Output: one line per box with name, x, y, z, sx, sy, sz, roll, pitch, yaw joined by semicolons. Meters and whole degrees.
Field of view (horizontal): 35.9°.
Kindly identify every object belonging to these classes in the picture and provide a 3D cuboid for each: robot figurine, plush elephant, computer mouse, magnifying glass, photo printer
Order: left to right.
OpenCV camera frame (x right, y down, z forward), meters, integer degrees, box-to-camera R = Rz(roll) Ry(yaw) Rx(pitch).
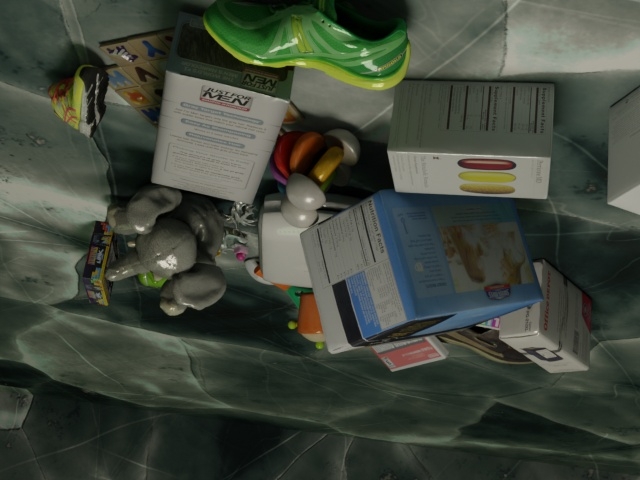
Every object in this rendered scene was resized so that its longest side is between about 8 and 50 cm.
robot figurine;-0.386;0.079;2.374;0.115;0.067;0.101;5;179;9
plush elephant;-0.302;0.015;1.940;0.330;0.272;0.255;-25;-177;28
computer mouse;-0.093;0.091;2.330;0.193;0.042;0.106;18;155;-20
magnifying glass;-0.057;0.115;2.304;0.231;0.026;0.092;30;127;-30
photo printer;0.000;0.000;2.005;0.256;0.107;0.307;6;156;-1

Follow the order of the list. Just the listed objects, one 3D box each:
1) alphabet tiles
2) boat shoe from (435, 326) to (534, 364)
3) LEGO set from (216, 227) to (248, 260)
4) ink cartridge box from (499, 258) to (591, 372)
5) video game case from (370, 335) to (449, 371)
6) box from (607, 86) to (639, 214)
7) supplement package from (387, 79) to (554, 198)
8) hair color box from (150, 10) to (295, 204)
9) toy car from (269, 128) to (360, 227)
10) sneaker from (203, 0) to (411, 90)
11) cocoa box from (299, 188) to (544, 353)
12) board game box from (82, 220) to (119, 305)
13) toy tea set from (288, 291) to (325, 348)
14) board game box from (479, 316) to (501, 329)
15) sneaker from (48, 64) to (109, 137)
alphabet tiles;-0.201;-0.242;1.662;0.285;0.011;0.342;-5;153;27
boat shoe;0.398;0.199;2.293;0.355;0.132;0.130;10;156;-6
LEGO set;-0.281;0.054;2.232;0.132;0.107;0.287;21;153;-25
ink cartridge box;0.489;0.167;2.136;0.100;0.172;0.237;-11;149;38
video game case;0.146;0.189;2.331;0.285;0.025;0.204;48;143;-13
box;0.508;-0.127;1.476;0.130;0.171;0.091;18;155;-17
supplement package;0.238;-0.158;1.545;0.244;0.134;0.139;3;156;13
hair color box;-0.163;-0.198;1.595;0.185;0.114;0.374;12;156;-8
toy car;-0.025;-0.123;1.718;0.136;0.159;0.182;35;157;6
sneaker;-0.015;-0.302;1.383;0.295;0.109;0.124;11;133;-1
cocoa box;0.182;0.047;1.750;0.347;0.232;0.228;-4;164;-41
board game box;-0.502;0.055;2.270;0.048;0.141;0.170;10;155;-3
toy tea set;0.101;0.171;2.152;0.336;0.124;0.200;-2;180;37
board game box;0.378;0.143;2.207;0.154;0.104;0.026;11;-174;-6
sneaker;-0.413;-0.239;1.653;0.094;0.081;0.208;27;157;-6
